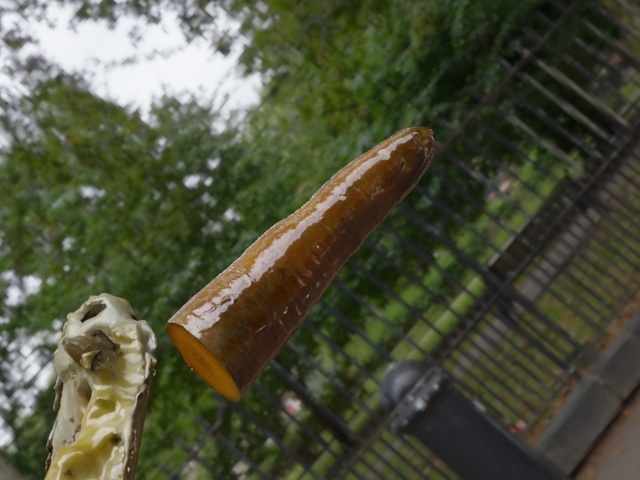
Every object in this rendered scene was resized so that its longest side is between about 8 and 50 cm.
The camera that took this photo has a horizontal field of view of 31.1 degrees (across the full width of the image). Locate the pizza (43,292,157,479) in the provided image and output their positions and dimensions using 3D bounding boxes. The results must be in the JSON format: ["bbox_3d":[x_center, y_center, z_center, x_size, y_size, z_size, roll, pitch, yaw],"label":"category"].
[{"bbox_3d":[-0.180,0.305,0.726,0.435,0.080,0.392,-83,5,-49],"label":"pizza"}]

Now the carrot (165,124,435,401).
[{"bbox_3d":[0.000,0.000,0.686,0.210,0.061,0.061,-46,-7,-21],"label":"carrot"}]
